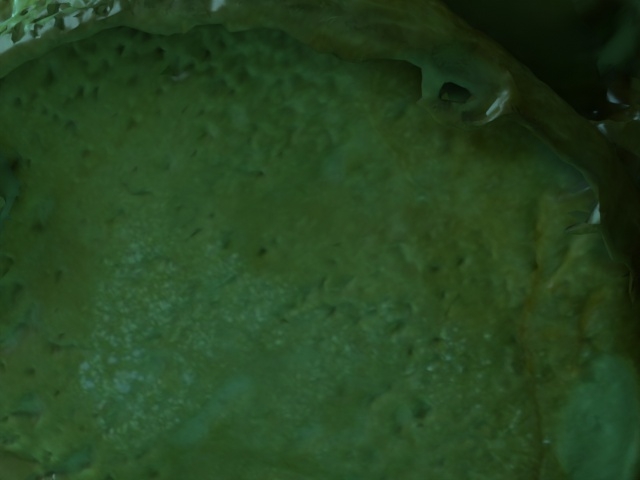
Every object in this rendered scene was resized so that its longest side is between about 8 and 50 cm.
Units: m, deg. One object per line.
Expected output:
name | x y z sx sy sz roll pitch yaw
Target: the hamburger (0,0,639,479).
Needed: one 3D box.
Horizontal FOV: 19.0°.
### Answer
hamburger | 0.000 0.000 0.572 0.286 0.243 0.146 -22 33 22
